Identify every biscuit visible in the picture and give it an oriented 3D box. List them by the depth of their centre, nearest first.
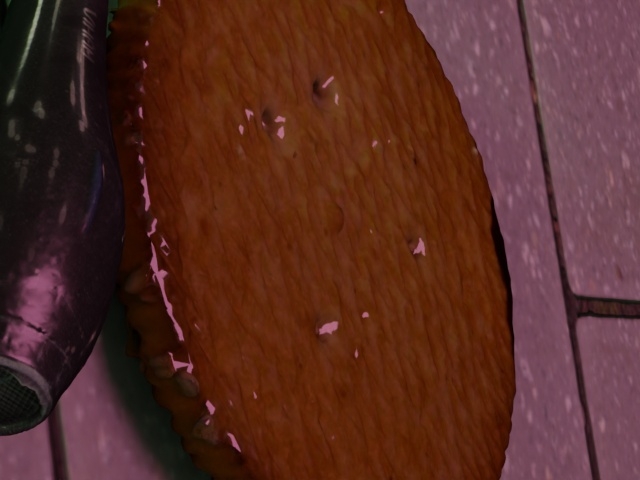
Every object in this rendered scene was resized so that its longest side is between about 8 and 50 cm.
[{"bbox_3d":[0.000,0.000,0.815,0.305,0.038,0.305,32,51,-50],"label":"biscuit"}]

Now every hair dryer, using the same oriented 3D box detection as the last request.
[{"bbox_3d":[-0.147,-0.061,0.596,0.219,0.075,0.195,38,38,-35],"label":"hair dryer"}]
